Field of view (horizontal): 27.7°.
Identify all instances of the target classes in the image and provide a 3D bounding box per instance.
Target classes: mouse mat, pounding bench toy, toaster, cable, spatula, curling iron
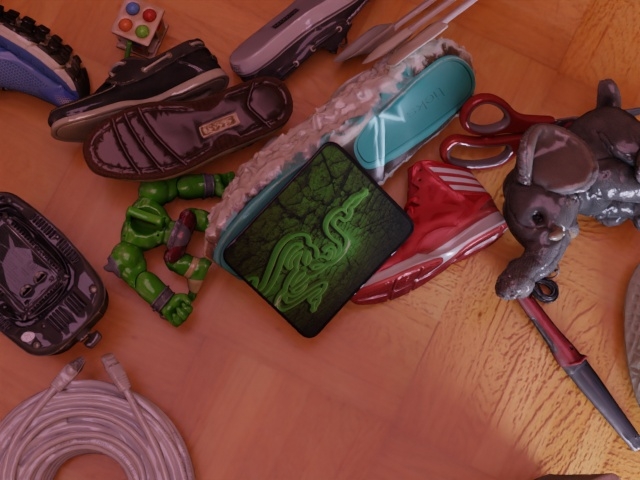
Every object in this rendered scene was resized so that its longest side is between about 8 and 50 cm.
[{"bbox_3d":[0.000,0.000,1.499,0.152,0.007,0.189,44,87,-16],"label":"mouse mat"},{"bbox_3d":[-0.232,-0.252,1.621,0.052,0.065,0.083,21,80,3],"label":"pounding bench toy"},{"bbox_3d":[-0.347,0.040,1.523,0.227,0.146,0.129,43,81,6],"label":"toaster"},{"bbox_3d":[-0.273,0.292,1.509,0.257,0.089,0.257,-38,83,-7],"label":"cable"},{"bbox_3d":[0.138,-0.284,1.589,0.242,0.168,0.019,-39,109,-17],"label":"spatula"},{"bbox_3d":[0.313,0.134,1.576,0.068,0.035,0.274,-30,81,-6],"label":"curling iron"}]

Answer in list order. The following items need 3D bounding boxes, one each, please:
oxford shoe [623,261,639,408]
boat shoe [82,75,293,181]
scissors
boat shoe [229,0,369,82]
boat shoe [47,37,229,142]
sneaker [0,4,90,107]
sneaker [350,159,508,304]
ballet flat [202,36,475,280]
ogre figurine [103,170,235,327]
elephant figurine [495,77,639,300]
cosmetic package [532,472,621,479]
[{"bbox_3d":[0.492,0.216,1.527,0.130,0.169,0.449,-6,66,-44],"label":"oxford shoe"},{"bbox_3d":[-0.160,-0.125,1.573,0.257,0.095,0.095,-14,87,-12],"label":"boat shoe"},{"bbox_3d":[0.291,-0.134,1.628,0.297,0.109,0.021,-1,36,-21],"label":"scissors"},{"bbox_3d":[-0.005,-0.261,1.626,0.228,0.080,0.076,-39,120,-8],"label":"boat shoe"},{"bbox_3d":[-0.230,-0.182,1.588,0.233,0.084,0.079,-24,77,-23],"label":"boat shoe"},{"bbox_3d":[-0.442,-0.225,1.597,0.330,0.130,0.147,23,103,-3],"label":"sneaker"},{"bbox_3d":[0.108,-0.016,1.587,0.221,0.087,0.128,-25,72,-18],"label":"sneaker"},{"bbox_3d":[0.013,-0.107,1.578,0.409,0.147,0.147,-38,83,-10],"label":"ballet flat"},{"bbox_3d":[-0.181,-0.008,1.564,0.118,0.097,0.197,23,91,-9],"label":"ogre figurine"},{"bbox_3d":[0.282,-0.062,1.530,0.239,0.186,0.169,-14,120,-13],"label":"elephant figurine"},{"bbox_3d":[0.222,0.487,1.360,0.327,0.329,0.393,-25,80,-6],"label":"cosmetic package"}]
